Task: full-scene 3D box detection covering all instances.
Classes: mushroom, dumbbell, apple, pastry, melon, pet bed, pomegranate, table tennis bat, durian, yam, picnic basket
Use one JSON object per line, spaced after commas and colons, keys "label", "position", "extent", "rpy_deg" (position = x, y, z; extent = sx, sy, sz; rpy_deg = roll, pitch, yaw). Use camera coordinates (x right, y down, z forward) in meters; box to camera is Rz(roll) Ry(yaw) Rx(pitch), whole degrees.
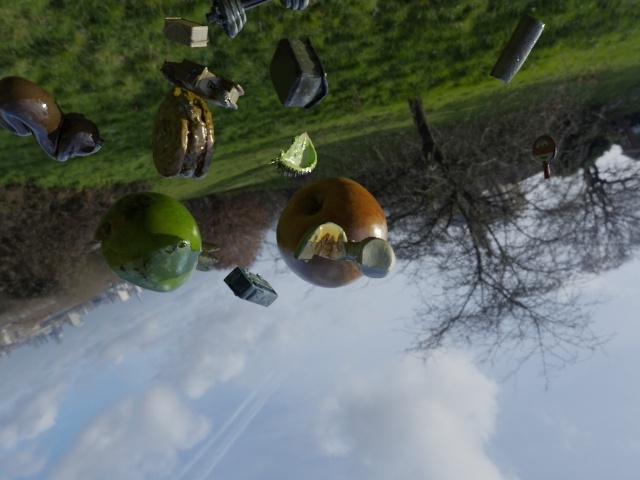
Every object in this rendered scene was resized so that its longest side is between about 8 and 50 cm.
{"label": "mushroom", "position": [0.128, 0.044, 1.206], "extent": [0.270, 0.118, 0.103], "rpy_deg": [178, -69, -82]}
{"label": "dumbbell", "position": [-0.215, -0.860, 1.599], "extent": [0.406, 0.179, 0.179], "rpy_deg": [-25, -175, -8]}
{"label": "apple", "position": [0.031, -0.037, 1.576], "extent": [0.400, 0.333, 0.400], "rpy_deg": [-32, -156, 16]}
{"label": "pastry", "position": [-0.364, -0.283, 1.219], "extent": [0.132, 0.235, 0.240], "rpy_deg": [2, -156, -39]}
{"label": "melon", "position": [0.000, 0.000, 1.202], "extent": [0.160, 0.128, 0.079], "rpy_deg": [3, -154, -35]}
{"label": "pet bed", "position": [-0.070, -0.608, 1.637], "extent": [0.159, 0.211, 0.183], "rpy_deg": [-6, 151, -30]}
{"label": "pomegranate", "position": [-0.433, -0.011, 1.278], "extent": [0.358, 0.310, 0.216], "rpy_deg": [15, 114, -48]}
{"label": "table tennis bat", "position": [0.792, -0.293, 1.589], "extent": [0.019, 0.155, 0.098], "rpy_deg": [-12, -174, -22]}
{"label": "durian", "position": [-0.074, -0.222, 1.221], "extent": [0.086, 0.100, 0.215], "rpy_deg": [-6, -149, 30]}
{"label": "yam", "position": [0.525, -0.508, 1.205], "extent": [0.068, 0.068, 0.169], "rpy_deg": [-36, 153, -62]}
{"label": "picnic basket", "position": [-0.562, -0.872, 1.885], "extent": [0.164, 0.079, 0.115], "rpy_deg": [23, -148, 16]}

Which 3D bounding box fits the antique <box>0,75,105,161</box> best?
{"label": "antique", "position": [-0.640, -0.284, 1.064], "extent": [0.143, 0.257, 0.121], "rpy_deg": [3, -116, 37]}

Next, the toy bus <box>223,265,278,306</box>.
{"label": "toy bus", "position": [-0.141, 0.099, 0.937], "extent": [0.047, 0.065, 0.166], "rpy_deg": [-44, 161, 0]}

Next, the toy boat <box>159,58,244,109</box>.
{"label": "toy boat", "position": [-0.370, -0.482, 1.362], "extent": [0.089, 0.321, 0.121], "rpy_deg": [-62, 154, 1]}
